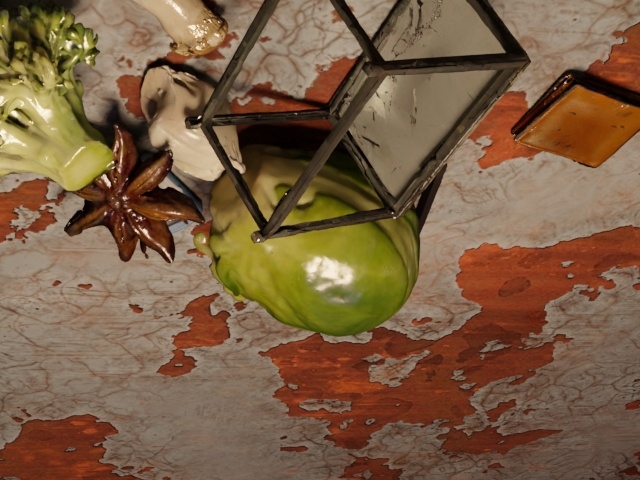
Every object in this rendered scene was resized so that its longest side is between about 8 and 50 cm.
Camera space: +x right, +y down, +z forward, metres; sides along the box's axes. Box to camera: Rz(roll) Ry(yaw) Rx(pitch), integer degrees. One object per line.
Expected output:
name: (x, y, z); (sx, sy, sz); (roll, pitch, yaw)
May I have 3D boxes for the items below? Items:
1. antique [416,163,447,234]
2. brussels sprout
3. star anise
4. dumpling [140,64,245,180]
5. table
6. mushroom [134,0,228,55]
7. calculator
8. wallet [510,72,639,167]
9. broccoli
antique: (0.183, -0.075, 1.826); (0.015, 0.031, 0.192); (0, 143, -12)
brussels sprout: (0.000, 0.000, 1.680); (0.315, 0.275, 0.371); (3, 155, 38)
star anise: (-0.282, -0.080, 1.603); (0.272, 0.102, 0.272); (11, 126, 16)
dumpling: (-0.193, -0.162, 1.562); (0.136, 0.118, 0.199); (-29, 105, 39)
table: (0.038, -0.195, 1.412); (0.272, 0.222, 0.335); (-11, 150, -39)
mushroom: (-0.212, -0.315, 1.393); (0.084, 0.071, 0.209); (2, 154, 44)
calculator: (-0.277, -0.069, 1.724); (0.121, 0.039, 0.210); (-21, 142, 16)
wallet: (0.424, -0.191, 1.723); (0.196, 0.042, 0.161); (11, 143, -28)
broccoli: (-0.391, -0.156, 1.386); (0.248, 0.245, 0.288); (-43, 170, -31)
